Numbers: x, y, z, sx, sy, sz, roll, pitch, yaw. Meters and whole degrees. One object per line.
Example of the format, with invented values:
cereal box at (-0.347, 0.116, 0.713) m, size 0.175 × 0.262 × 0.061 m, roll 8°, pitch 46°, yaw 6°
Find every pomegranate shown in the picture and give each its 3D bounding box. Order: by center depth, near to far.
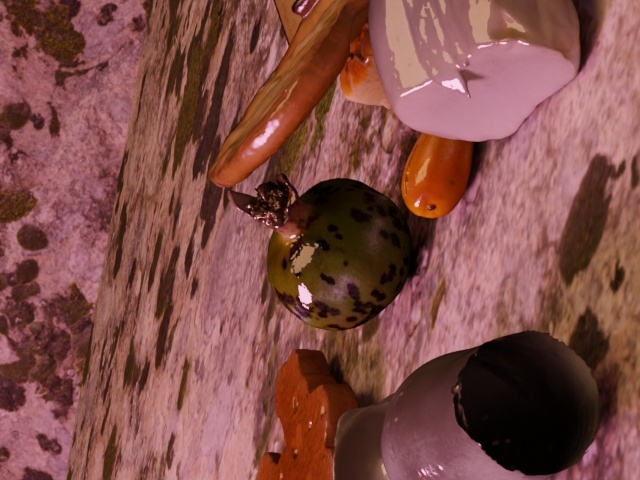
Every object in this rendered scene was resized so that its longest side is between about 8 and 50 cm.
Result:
pomegranate at (0.000, 0.000, 1.252) m, size 0.122 × 0.161 × 0.122 m, roll -39°, pitch 30°, yaw 27°

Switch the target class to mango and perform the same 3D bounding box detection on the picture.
mango at (0.086, -0.060, 1.163) m, size 0.060 × 0.046 × 0.089 m, roll 158°, pitch 125°, yaw -74°

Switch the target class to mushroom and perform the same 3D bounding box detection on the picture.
mushroom at (0.106, -0.218, 1.110) m, size 0.159 × 0.122 × 0.329 m, roll -21°, pitch 53°, yaw 31°

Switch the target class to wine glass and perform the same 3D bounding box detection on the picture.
wine glass at (0.082, 0.116, 0.950) m, size 0.222 × 0.103 × 0.103 m, roll 134°, pitch 144°, yaw -65°

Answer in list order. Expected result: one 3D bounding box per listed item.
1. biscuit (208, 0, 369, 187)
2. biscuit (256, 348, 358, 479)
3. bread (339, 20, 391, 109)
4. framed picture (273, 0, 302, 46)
biscuit at (-0.020, -0.124, 1.237) m, size 0.260 × 0.041 × 0.203 m, roll -46°, pitch 19°, yaw 50°
biscuit at (-0.003, 0.200, 1.335) m, size 0.295 × 0.044 × 0.186 m, roll -125°, pitch 44°, yaw -72°
bread at (0.064, -0.212, 1.312) m, size 0.125 × 0.068 × 0.188 m, roll 136°, pitch 142°, yaw -66°
framed picture at (-0.019, -0.310, 1.585) m, size 0.338 × 0.014 × 0.255 m, roll 170°, pitch 81°, yaw -76°
